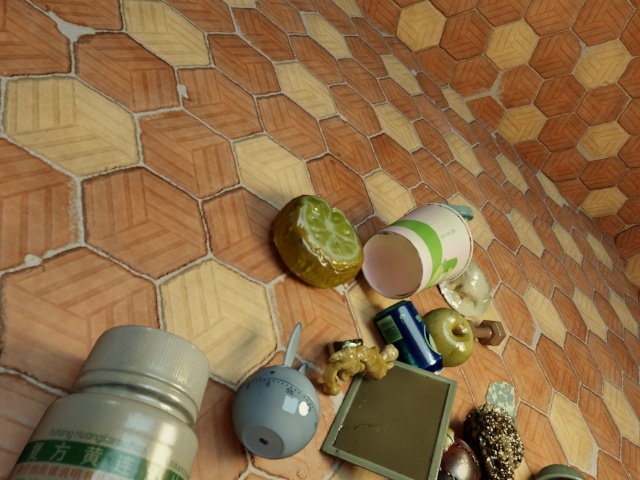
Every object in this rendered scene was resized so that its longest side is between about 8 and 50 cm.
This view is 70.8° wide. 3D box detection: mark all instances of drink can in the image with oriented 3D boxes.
[{"bbox_3d":[0.229,0.262,1.169,0.118,0.118,0.205,-12,71,-48],"label":"drink can"}]

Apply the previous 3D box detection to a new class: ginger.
[{"bbox_3d":[0.087,0.276,0.994,0.052,0.193,0.176,39,-17,41],"label":"ginger"}]

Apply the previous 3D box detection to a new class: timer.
[{"bbox_3d":[-0.087,0.285,0.851,0.175,0.175,0.255,32,15,-22],"label":"timer"}]

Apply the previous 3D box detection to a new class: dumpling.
[{"bbox_3d":[0.480,0.155,1.504,0.172,0.142,0.247,-38,96,-16],"label":"dumpling"}]

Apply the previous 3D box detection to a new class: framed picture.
[{"bbox_3d":[0.163,0.383,0.987,0.231,0.018,0.293,15,35,19],"label":"framed picture"}]

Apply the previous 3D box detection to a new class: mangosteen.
[{"bbox_3d":[0.256,0.492,0.981,0.180,0.166,0.166,49,39,-9],"label":"mangosteen"}]

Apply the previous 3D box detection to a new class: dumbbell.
[{"bbox_3d":[0.494,0.292,1.423,0.231,0.082,0.092,10,53,-38],"label":"dumbbell"}]

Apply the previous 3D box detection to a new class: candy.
[{"bbox_3d":[0.000,0.000,1.155,0.260,0.118,0.260,28,43,-29],"label":"candy"}]

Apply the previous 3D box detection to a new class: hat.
[{"bbox_3d":[0.060,0.258,1.045,0.077,0.076,0.059,0,81,-38],"label":"hat"}]

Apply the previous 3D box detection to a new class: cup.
[{"bbox_3d":[0.261,0.034,1.264,0.274,0.253,0.253,-18,74,-50],"label":"cup"},{"bbox_3d":[0.657,0.688,1.221,0.199,0.199,0.150,56,21,7],"label":"cup"}]

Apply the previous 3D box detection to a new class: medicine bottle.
[{"bbox_3d":[-0.276,0.298,0.587,0.208,0.208,0.339,31,43,-22],"label":"medicine bottle"}]

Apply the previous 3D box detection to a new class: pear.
[{"bbox_3d":[0.345,0.272,1.257,0.167,0.136,0.167,21,50,-27],"label":"pear"}]

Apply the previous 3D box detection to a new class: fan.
[{"bbox_3d":[0.552,0.506,1.369,0.131,0.009,0.240,52,39,2],"label":"fan"}]

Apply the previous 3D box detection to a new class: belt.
[{"bbox_3d":[0.505,-0.099,1.759,0.179,0.100,0.065,10,53,-20],"label":"belt"}]

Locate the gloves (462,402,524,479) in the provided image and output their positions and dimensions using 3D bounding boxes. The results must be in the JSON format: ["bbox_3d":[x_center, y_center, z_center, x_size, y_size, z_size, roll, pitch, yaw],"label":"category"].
[{"bbox_3d":[0.426,0.531,1.127,0.312,0.135,0.210,22,65,-59],"label":"gloves"}]
